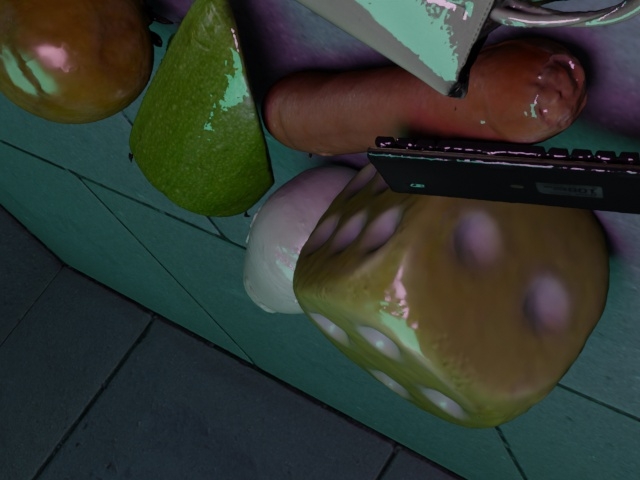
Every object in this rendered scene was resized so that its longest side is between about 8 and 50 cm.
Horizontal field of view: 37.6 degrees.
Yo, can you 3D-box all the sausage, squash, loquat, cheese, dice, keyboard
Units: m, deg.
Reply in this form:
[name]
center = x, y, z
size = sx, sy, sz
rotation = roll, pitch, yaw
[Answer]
[sausage]
center = 0.073, -0.122, 0.858
size = 0.094, 0.094, 0.419
rotation = -1, -176, -34
[squash]
center = -0.081, -0.135, 1.031
size = 0.203, 0.111, 0.289
rotation = 7, 146, -31
[loquat]
center = -0.275, -0.233, 1.033
size = 0.213, 0.213, 0.213
rotation = 31, 163, 11
[cheese]
center = 0.000, 0.000, 1.158
size = 0.154, 0.198, 0.189
rotation = 50, 161, 25
[dice]
center = 0.128, 0.037, 0.963
size = 0.233, 0.227, 0.238
rotation = 42, 163, -17
[keyboard]
center = 0.198, -0.049, 0.737
size = 0.316, 0.027, 0.106
rotation = 6, 167, 21

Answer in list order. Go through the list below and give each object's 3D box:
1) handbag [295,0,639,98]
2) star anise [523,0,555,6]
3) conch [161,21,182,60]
[handbag]
center = 0.052, -0.210, 0.554
size = 0.315, 0.109, 0.241
rotation = 34, 140, 12
[star anise]
center = 0.123, -0.194, 0.623
size = 0.190, 0.070, 0.097
rotation = 16, 153, 41
[conch]
center = -0.154, -0.195, 1.131
size = 0.105, 0.079, 0.170
rotation = 16, 143, 22
